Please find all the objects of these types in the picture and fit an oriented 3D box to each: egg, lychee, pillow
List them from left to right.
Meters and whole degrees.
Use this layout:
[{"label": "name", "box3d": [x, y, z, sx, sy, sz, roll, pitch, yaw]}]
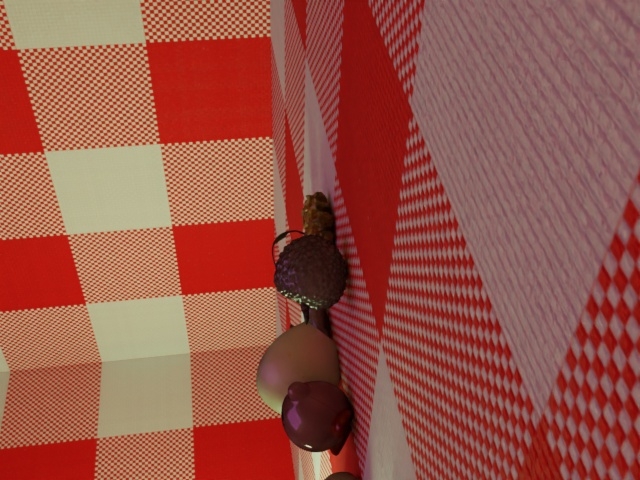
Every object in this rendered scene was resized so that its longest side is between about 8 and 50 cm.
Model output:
[{"label": "egg", "box3d": [-0.040, 0.366, 1.978, 0.162, 0.206, 0.271, 32, 136, 48]}, {"label": "lychee", "box3d": [-0.024, 0.085, 1.699, 0.165, 0.165, 0.197, -161, 89, -82]}, {"label": "pillow", "box3d": [-0.012, 0.263, 2.130, 0.270, 0.067, 0.173, 94, 165, -49]}]

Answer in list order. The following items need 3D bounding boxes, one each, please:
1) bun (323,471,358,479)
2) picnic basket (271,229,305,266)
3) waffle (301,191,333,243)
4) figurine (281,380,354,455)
[{"label": "bun", "box3d": [0.040, 0.624, 1.775, 0.173, 0.113, 0.166, -104, 12, -64]}, {"label": "picnic basket", "box3d": [-0.067, 0.059, 2.171, 0.138, 0.128, 0.178, 105, 143, -77]}, {"label": "waffle", "box3d": [-0.001, 0.000, 1.902, 0.219, 0.057, 0.229, 111, 152, -74]}, {"label": "figurine", "box3d": [-0.011, 0.410, 1.816, 0.173, 0.173, 0.173, 175, 90, -83]}]
